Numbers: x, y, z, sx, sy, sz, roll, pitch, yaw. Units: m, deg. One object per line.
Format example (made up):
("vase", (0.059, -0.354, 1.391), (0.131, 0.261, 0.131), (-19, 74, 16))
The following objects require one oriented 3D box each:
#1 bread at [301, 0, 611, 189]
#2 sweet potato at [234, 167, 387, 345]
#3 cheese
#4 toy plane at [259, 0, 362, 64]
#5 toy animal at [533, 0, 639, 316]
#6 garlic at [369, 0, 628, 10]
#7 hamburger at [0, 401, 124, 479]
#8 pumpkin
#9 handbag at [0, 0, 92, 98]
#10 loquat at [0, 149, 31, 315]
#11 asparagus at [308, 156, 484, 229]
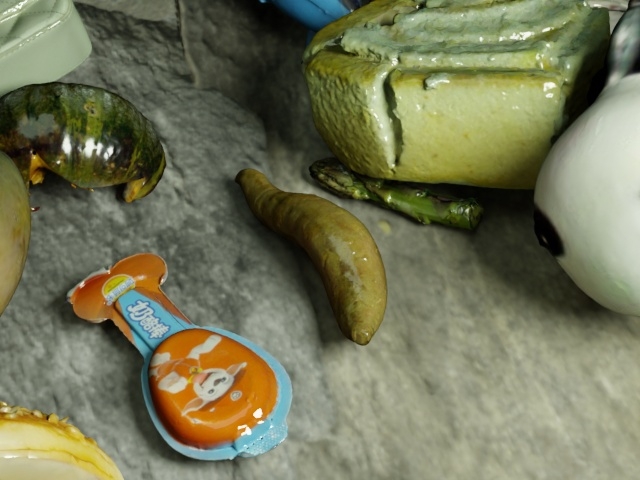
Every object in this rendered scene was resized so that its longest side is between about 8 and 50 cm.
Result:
("bread", (0.111, -0.129, 1.366), (0.257, 0.124, 0.186), (-5, 37, 5))
("sweet potato", (0.000, -0.003, 1.341), (0.069, 0.059, 0.249), (-55, 45, 16))
("cheese", (-0.110, 0.089, 1.303), (0.106, 0.037, 0.256), (-33, 49, -17))
("toy plane", (-0.047, -0.263, 1.548), (0.254, 0.105, 0.271), (-8, 50, -39))
("toy animal", (0.281, -0.058, 1.224), (0.212, 0.212, 0.267), (12, 57, 25))
("garlic", (0.139, -0.231, 1.501), (0.266, 0.128, 0.148), (37, 78, 26))
("hamburger", (-0.240, 0.239, 1.048), (0.291, 0.291, 0.225), (-22, 52, -5))
("pumpkin", (-0.236, -0.084, 1.455), (0.183, 0.108, 0.119), (-15, 41, 0))
("handbag", (-0.355, -0.190, 1.531), (0.256, 0.079, 0.219), (-34, 51, -12))
("loquat", (-0.330, 0.011, 1.340), (0.179, 0.179, 0.227), (31, 72, 36))
("asparagus", (0.058, -0.041, 1.380), (0.165, 0.030, 0.036), (20, 65, 30))
